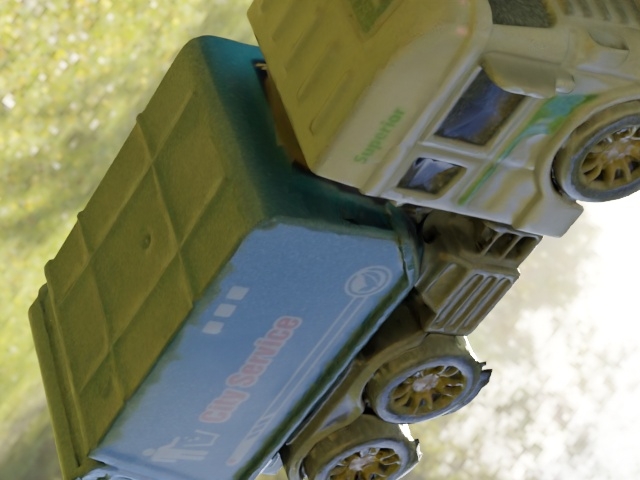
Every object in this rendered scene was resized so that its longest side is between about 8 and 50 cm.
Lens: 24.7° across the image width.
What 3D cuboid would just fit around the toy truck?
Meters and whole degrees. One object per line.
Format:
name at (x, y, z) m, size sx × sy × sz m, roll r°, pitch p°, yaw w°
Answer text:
toy truck at (0.000, 0.000, 0.688) m, size 0.367 × 0.175 × 0.146 m, roll -54°, pitch -137°, yaw 32°
